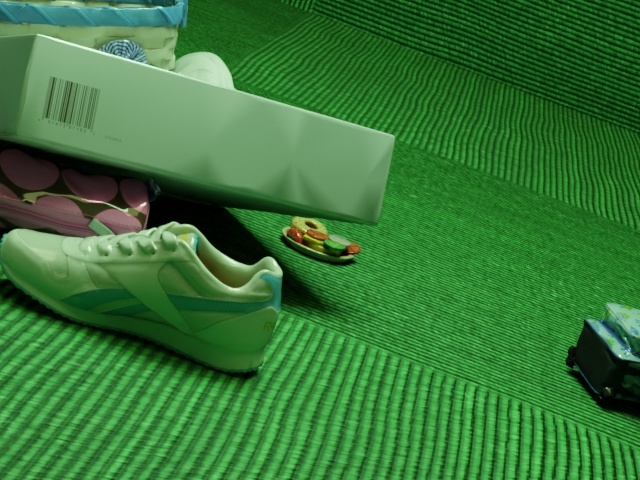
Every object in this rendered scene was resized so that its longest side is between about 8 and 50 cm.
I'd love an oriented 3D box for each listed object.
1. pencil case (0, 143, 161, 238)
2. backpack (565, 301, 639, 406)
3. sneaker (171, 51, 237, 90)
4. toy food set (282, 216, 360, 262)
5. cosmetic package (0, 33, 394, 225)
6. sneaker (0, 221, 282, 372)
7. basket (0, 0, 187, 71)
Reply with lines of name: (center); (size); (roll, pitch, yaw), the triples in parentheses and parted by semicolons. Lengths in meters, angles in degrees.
pencil case: (-0.248, -0.034, 1.411); (0.209, 0.095, 0.098); (13, 29, -19)
backpack: (0.314, 0.116, 1.613); (0.114, 0.084, 0.105); (17, 17, -21)
sneaker: (-0.146, -0.157, 1.861); (0.094, 0.080, 0.212); (-2, 25, -25)
toy food set: (0.000, 0.000, 1.740); (0.082, 0.020, 0.083); (24, 15, 13)
cosmetic package: (-0.165, -0.101, 1.558); (0.377, 0.097, 0.284); (13, -5, -35)
sneaker: (-0.142, 0.026, 1.324); (0.229, 0.092, 0.087); (18, 16, -4)
basket: (-0.253, -0.258, 1.742); (0.255, 0.289, 0.201); (-4, 12, -14)
